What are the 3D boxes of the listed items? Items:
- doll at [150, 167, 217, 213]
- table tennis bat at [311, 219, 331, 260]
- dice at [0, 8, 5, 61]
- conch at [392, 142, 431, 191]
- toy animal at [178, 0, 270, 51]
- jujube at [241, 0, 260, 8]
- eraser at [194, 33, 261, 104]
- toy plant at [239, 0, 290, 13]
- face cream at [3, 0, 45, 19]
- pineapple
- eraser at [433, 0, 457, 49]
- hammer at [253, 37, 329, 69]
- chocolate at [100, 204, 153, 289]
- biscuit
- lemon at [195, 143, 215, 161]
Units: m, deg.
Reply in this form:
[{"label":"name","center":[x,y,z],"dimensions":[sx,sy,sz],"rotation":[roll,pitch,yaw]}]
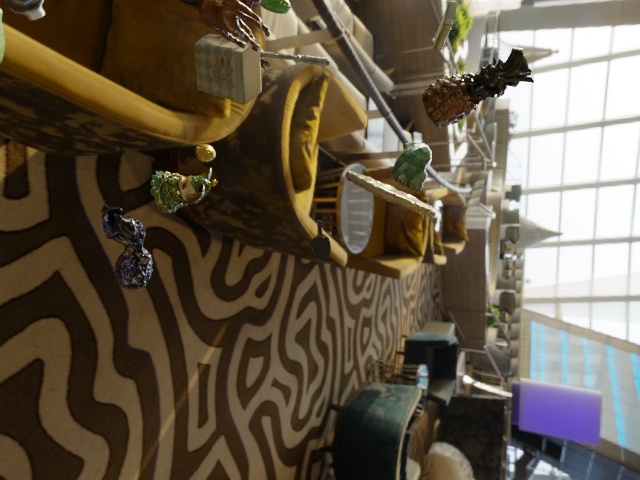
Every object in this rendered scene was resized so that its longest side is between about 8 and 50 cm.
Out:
[{"label":"doll","center":[-0.234,-0.083,0.737],"dimensions":[0.077,0.113,0.078],"rotation":[92,2,-47]},{"label":"table tennis bat","center":[0.000,0.000,0.853],"dimensions":[0.050,0.007,0.083],"rotation":[-3,87,-38]},{"label":"dice","center":[-1.029,-0.597,1.015],"dimensions":[0.322,0.330,0.319],"rotation":[-174,-104,-78]},{"label":"conch","center":[0.332,-0.269,1.485],"dimensions":[0.176,0.121,0.188],"rotation":[51,58,-68]},{"label":"toy animal","center":[-0.246,-0.499,0.899],"dimensions":[0.229,0.224,0.066],"rotation":[20,96,-44]},{"label":"jujube","center":[-0.247,-0.859,1.415],"dimensions":[0.077,0.077,0.129],"rotation":[1,66,-64]},{"label":"eraser","center":[-0.354,-0.651,1.556],"dimensions":[0.082,0.396,0.213],"rotation":[-18,124,-34]},{"label":"toy plant","center":[-0.273,-1.049,1.611],"dimensions":[0.356,0.316,0.211],"rotation":[99,-7,-61]},{"label":"face cream","center":[-0.577,-0.507,0.709],"dimensions":[0.283,0.073,0.073],"rotation":[87,15,-69]},{"label":"pineapple","center":[0.383,-0.377,1.019],"dimensions":[0.128,0.248,0.128],"rotation":[28,53,-45]},{"label":"eraser","center":[0.234,-0.401,0.776],"dimensions":[0.083,0.019,0.038],"rotation":[99,5,-77]},{"label":"hammer","center":[-0.130,-0.835,1.871],"dimensions":[0.426,0.044,0.152],"rotation":[-15,72,-37]},{"label":"chocolate","center":[-0.588,0.012,1.280],"dimensions":[0.126,0.148,0.343],"rotation":[-52,166,-41]},{"label":"biscuit","center":[0.104,-0.069,0.604],"dimensions":[0.152,0.152,0.020],"rotation":[-2,118,-64]},{"label":"lemon","center":[-0.414,-0.314,1.484],"dimensions":[0.092,0.065,0.065],"rotation":[11,82,-62]}]
